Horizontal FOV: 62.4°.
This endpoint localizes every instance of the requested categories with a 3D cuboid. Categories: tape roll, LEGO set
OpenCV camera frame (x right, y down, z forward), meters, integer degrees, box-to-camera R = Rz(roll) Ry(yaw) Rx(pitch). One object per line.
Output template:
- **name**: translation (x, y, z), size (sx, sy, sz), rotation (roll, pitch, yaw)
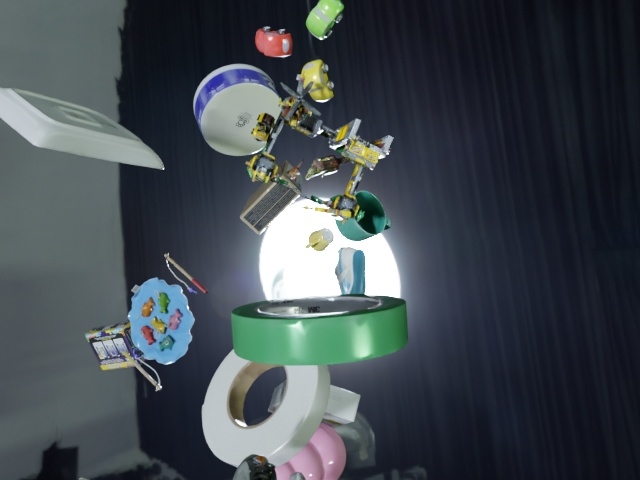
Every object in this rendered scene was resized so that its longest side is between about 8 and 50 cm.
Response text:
- **tape roll**: translation (-0.001, 0.155, 0.977), size (0.321, 0.077, 0.321), rotation (-4, -179, 0)
- **tape roll**: translation (-0.156, 0.426, 1.453), size (0.391, 0.392, 0.072), rotation (-8, 141, 33)
- **LEGO set**: translation (0.003, -0.188, 1.192), size (0.331, 0.255, 0.192), rotation (33, 175, -14)

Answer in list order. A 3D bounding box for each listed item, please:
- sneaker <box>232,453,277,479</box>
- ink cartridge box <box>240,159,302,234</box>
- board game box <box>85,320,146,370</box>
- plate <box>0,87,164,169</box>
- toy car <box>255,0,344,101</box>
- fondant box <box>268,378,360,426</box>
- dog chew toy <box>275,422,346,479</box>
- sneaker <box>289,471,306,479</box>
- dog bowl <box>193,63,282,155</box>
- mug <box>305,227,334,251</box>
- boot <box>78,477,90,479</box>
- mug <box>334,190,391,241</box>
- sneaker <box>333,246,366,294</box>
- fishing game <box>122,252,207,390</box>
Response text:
- **sneaker**: translation (-0.121, 0.462, 0.984), size (0.100, 0.108, 0.271), rotation (24, 162, -13)
- **ink cartridge box**: translation (-0.152, -0.142, 1.688), size (0.193, 0.088, 0.235), rotation (-42, -166, 13)
- **board game box**: translation (-0.662, 0.343, 1.716), size (0.170, 0.141, 0.048), rotation (-12, -163, 25)
- **plate**: translation (-0.489, -0.231, 1.053), size (0.277, 0.045, 0.278), rotation (32, -165, 31)
- **toy car**: translation (-0.030, -0.457, 1.206), size (0.225, 0.239, 0.053), rotation (-47, -178, 42)
- **fondant box**: translation (-0.031, 0.572, 1.853), size (0.238, 0.096, 0.330), rotation (21, 153, -7)
- **dog chew toy**: translation (-0.066, 0.715, 1.675), size (0.206, 0.207, 0.331), rotation (-8, -178, 38)
- **sneaker**: translation (-0.092, 0.726, 1.339), size (0.115, 0.105, 0.281), rotation (-8, -141, 16)
- **dog bowl**: translation (-0.246, -0.392, 1.609), size (0.264, 0.104, 0.265), rotation (-15, 140, -12)
- **mug**: translation (0.004, 0.000, 1.445), size (0.062, 0.078, 0.064), rotation (33, 153, -13)
- **boot**: translation (-0.706, 0.769, 1.473), size (0.076, 0.209, 0.190), rotation (-5, 134, 24)
- **mug**: translation (0.111, -0.052, 1.468), size (0.097, 0.158, 0.129), rotation (-24, -155, 46)
- **sneaker**: translation (0.095, 0.131, 1.766), size (0.087, 0.229, 0.092), rotation (-7, -163, -43)
- **fishing game**: translation (-0.345, 0.168, 1.111), size (0.189, 0.264, 0.041), rotation (38, -163, 24)
